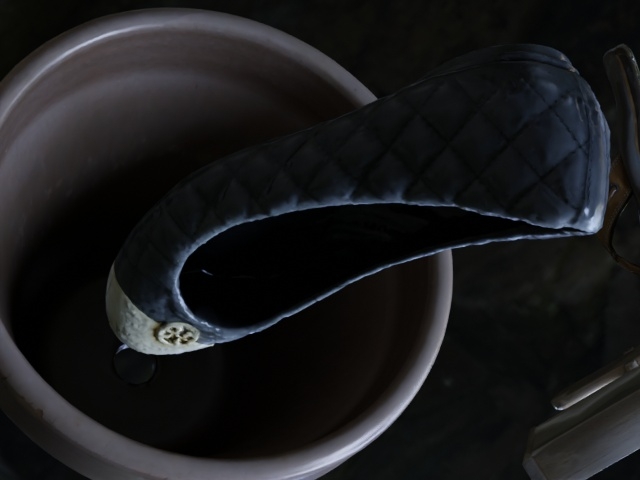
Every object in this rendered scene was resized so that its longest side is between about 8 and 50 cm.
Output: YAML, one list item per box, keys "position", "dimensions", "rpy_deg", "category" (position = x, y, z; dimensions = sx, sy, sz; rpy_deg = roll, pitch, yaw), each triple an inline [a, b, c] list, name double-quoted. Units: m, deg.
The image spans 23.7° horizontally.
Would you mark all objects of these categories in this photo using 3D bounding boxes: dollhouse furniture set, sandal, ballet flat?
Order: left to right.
- position: [0.000, 0.000, 0.411]
  dimensions: [0.173, 0.057, 0.049]
  rpy_deg: [-26, -125, 38]
  category: "ballet flat"
- position: [0.231, -0.039, 1.171]
  dimensions: [0.060, 0.219, 0.090]
  rpy_deg: [-9, -176, 10]
  category: "sandal"
- position: [0.355, 0.291, 1.408]
  dimensions: [0.173, 0.356, 0.303]
  rpy_deg: [-32, -179, 13]
  category: "dollhouse furniture set"

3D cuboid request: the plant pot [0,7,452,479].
- position: [-0.089, 0.037, 0.860]
  dimensions: [0.263, 0.263, 0.229]
  rpy_deg: [-61, -175, -29]
  category: "plant pot"
